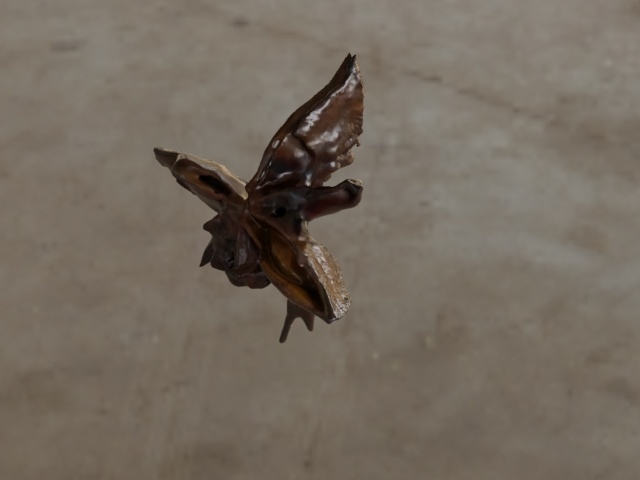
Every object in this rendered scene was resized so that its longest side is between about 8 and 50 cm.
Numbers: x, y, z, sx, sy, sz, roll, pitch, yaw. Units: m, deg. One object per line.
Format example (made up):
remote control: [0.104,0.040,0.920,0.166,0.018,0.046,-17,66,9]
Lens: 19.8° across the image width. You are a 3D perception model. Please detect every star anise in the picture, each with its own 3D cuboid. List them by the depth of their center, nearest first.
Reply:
star anise: [-0.008,-0.002,1.062,0.140,0.144,0.158,-18,62,30]
